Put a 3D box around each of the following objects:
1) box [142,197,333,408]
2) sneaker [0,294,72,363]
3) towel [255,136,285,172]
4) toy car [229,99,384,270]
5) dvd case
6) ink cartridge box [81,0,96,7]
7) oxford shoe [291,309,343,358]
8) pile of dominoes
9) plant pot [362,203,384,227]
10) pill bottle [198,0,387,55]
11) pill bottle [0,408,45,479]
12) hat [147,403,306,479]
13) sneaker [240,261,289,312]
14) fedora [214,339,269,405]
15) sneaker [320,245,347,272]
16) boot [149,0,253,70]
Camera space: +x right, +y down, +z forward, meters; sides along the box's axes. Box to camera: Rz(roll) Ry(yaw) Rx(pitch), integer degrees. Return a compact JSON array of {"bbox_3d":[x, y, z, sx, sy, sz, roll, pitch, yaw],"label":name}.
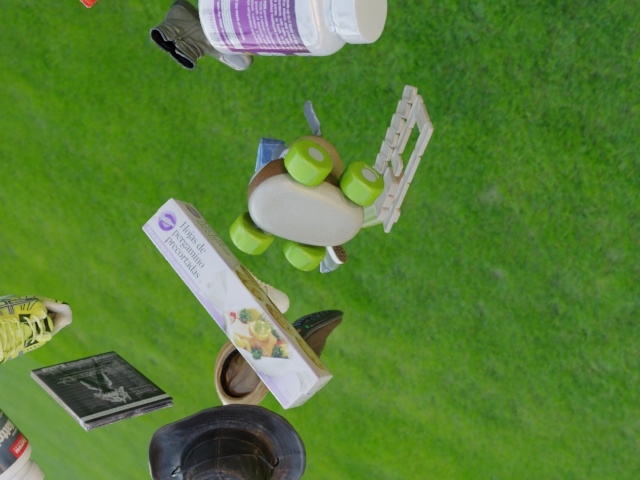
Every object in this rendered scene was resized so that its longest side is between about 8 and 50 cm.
[{"bbox_3d":[-0.113,0.080,1.084,0.324,0.063,0.067,49,-171,18],"label":"box"},{"bbox_3d":[-0.639,0.175,1.659,0.147,0.385,0.145,-9,100,6],"label":"sneaker"},{"bbox_3d":[-0.124,-0.192,1.997,0.067,0.029,0.119,4,121,-10],"label":"towel"},{"bbox_3d":[-0.027,-0.088,1.007,0.149,0.188,0.155,19,130,-30],"label":"toy car"},{"bbox_3d":[-0.387,0.261,1.435,0.221,0.164,0.018,23,114,44],"label":"dvd case"},{"bbox_3d":[-0.508,-0.676,1.912,0.134,0.231,0.078,45,170,-28],"label":"ink cartridge box"},{"bbox_3d":[-0.026,0.222,1.772,0.083,0.227,0.096,-2,113,45],"label":"oxford shoe"},{"bbox_3d":[0.156,-0.152,1.484,0.040,0.196,0.251,9,130,-14],"label":"pile of dominoes"},{"bbox_3d":[0.121,-0.066,1.837,0.079,0.083,0.083,-24,109,28],"label":"plant pot"},{"bbox_3d":[-0.046,-0.403,1.401,0.301,0.169,0.169,8,133,30],"label":"pill bottle"},{"bbox_3d":[-0.535,0.340,1.315,0.108,0.108,0.180,-8,121,51],"label":"pill bottle"},{"bbox_3d":[-0.169,0.457,1.508,0.331,0.134,0.331,-4,129,-5],"label":"hat"},{"bbox_3d":[-0.206,0.127,2.256,0.290,0.106,0.123,15,125,-22],"label":"sneaker"},{"bbox_3d":[-0.167,0.314,1.936,0.194,0.194,0.079,15,178,38],"label":"fedora"},{"bbox_3d":[0.000,0.000,2.170,0.086,0.064,0.192,-42,58,32],"label":"sneaker"},{"bbox_3d":[-0.287,-0.454,1.943,0.246,0.161,0.083,34,135,-19],"label":"boot"}]
